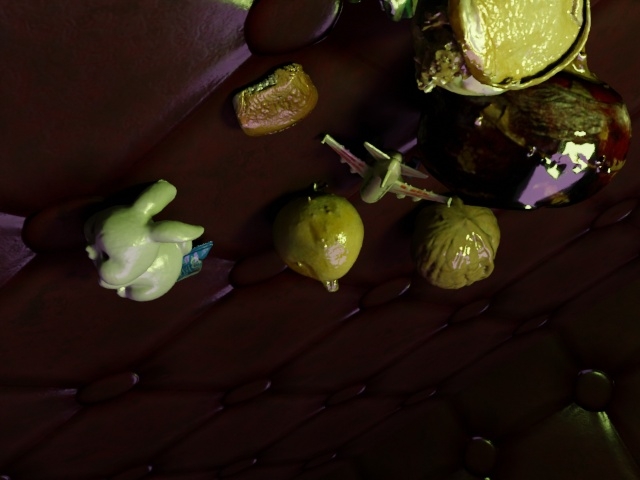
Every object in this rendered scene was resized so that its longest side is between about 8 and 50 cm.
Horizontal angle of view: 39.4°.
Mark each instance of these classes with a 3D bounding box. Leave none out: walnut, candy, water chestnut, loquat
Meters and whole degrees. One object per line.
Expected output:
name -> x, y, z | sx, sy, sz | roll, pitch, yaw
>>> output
walnut -> 0.286, 0.003, 1.891 | 0.213, 0.213, 0.213 | -21, 154, -11
candy -> -0.250, 0.046, 1.649 | 0.088, 0.038, 0.136 | -27, 165, -30
water chestnut -> 0.331, -0.210, 1.416 | 0.335, 0.335, 0.347 | -1, 110, -42
loquat -> 0.000, 0.000, 1.632 | 0.172, 0.205, 0.149 | -8, -160, 32

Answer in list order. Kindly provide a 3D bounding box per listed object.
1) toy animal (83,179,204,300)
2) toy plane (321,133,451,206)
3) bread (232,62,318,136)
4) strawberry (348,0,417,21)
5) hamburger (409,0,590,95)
toy animal -> -0.284, 0.008, 1.436 | 0.178, 0.127, 0.193 | -21, 153, -15
toy plane -> 0.108, -0.115, 1.544 | 0.104, 0.241, 0.256 | -64, -178, 0
bread -> -0.066, -0.202, 1.339 | 0.129, 0.044, 0.126 | -25, 153, 4
strawberry -> 0.049, -0.385, 1.038 | 0.188, 0.106, 0.286 | -45, 144, -13
hamburger -> 0.241, -0.311, 1.206 | 0.243, 0.146, 0.286 | 31, 92, -30
